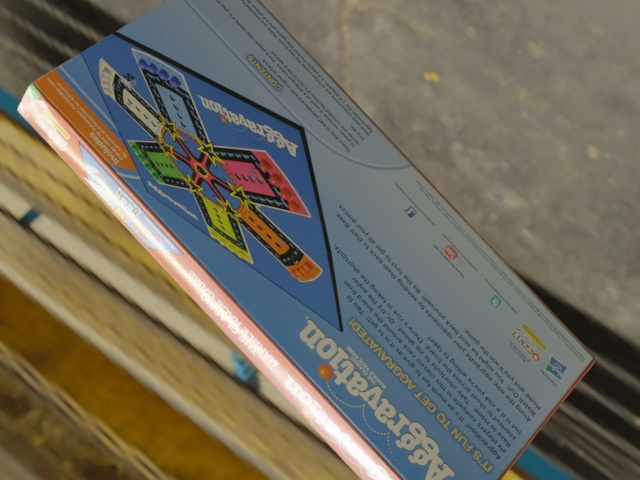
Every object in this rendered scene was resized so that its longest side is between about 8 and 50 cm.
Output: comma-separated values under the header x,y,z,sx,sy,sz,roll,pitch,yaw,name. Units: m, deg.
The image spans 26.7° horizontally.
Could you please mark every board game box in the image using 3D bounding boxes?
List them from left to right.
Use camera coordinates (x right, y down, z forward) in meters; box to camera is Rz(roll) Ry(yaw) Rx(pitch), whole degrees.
x,y,z,sx,sy,sz,roll,pitch,yaw,name
0.000,0.000,0.659,0.281,0.145,0.027,47,139,2,board game box
